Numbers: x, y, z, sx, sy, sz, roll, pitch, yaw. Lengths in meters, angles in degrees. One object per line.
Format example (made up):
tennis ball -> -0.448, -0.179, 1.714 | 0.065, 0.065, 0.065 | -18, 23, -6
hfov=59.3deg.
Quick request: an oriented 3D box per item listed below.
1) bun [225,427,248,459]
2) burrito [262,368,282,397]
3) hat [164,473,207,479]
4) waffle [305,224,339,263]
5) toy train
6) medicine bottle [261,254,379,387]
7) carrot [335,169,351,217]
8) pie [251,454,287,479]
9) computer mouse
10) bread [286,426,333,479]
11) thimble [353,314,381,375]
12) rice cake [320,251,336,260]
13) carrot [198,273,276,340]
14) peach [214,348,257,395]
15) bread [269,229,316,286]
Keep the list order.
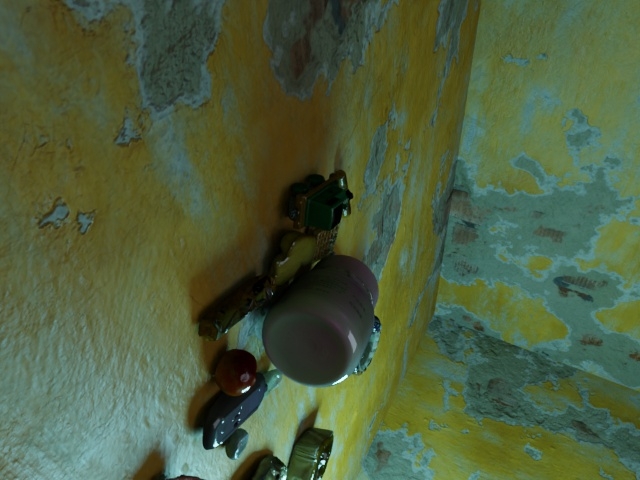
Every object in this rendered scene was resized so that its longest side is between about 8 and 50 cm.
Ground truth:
bun -> -0.220, 0.529, 1.462 | 0.083, 0.045, 0.083 | -51, 154, -37
burrito -> -0.144, 0.388, 1.528 | 0.118, 0.044, 0.074 | -20, 128, -61
hat -> -0.304, 0.611, 1.235 | 0.286, 0.107, 0.236 | -2, 112, -42
waffle -> 0.000, 0.000, 1.551 | 0.148, 0.042, 0.102 | -26, 131, -62
toy train -> 0.005, -0.091, 1.357 | 0.228, 0.136, 0.091 | -36, 140, -52
medicine bottle -> 0.015, 0.194, 1.466 | 0.325, 0.256, 0.256 | -54, 155, -60
carrot -> 0.063, -0.130, 1.595 | 0.042, 0.042, 0.170 | -57, 154, -32
pie -> -0.199, 0.817, 1.725 | 0.339, 0.077, 0.339 | -56, 158, -38
computer mouse -> -0.213, 0.407, 1.360 | 0.232, 0.057, 0.120 | -34, 139, -53
bread -> -0.031, 0.807, 2.075 | 0.192, 0.110, 0.209 | -10, 117, -68
thimble -> 0.116, 0.349, 1.991 | 0.237, 0.150, 0.237 | -50, 149, -45
rice cake -> 0.052, 0.099, 1.755 | 0.270, 0.049, 0.055 | 59, 39, -62
carrot -> -0.175, 0.140, 1.215 | 0.229, 0.069, 0.069 | -38, 142, -53
peach -> -0.191, 0.297, 1.272 | 0.100, 0.101, 0.100 | -50, 151, -42
bread -> -0.075, 0.041, 1.389 | 0.149, 0.065, 0.188 | -63, 163, 9
